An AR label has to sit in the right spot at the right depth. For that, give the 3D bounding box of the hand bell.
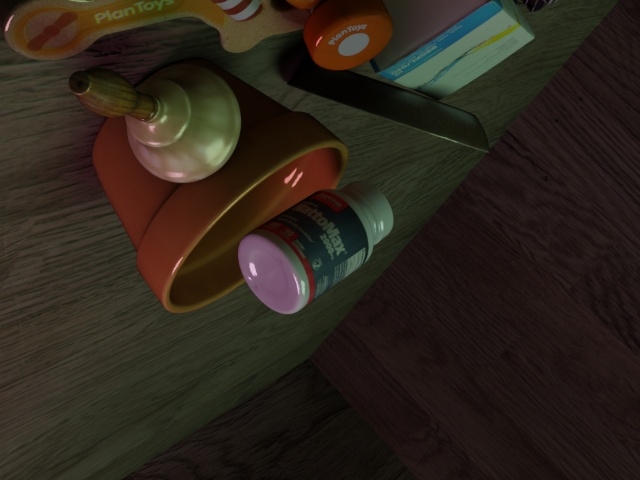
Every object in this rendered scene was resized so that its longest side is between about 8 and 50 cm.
[{"bbox_3d":[-0.167,-0.126,0.813,0.126,0.126,0.242,-45,172,7],"label":"hand bell"}]

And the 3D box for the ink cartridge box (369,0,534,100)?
[{"bbox_3d":[0.148,-0.311,1.161,0.168,0.171,0.233,-31,166,23],"label":"ink cartridge box"}]

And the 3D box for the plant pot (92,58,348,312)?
[{"bbox_3d":[-0.138,-0.081,1.081,0.291,0.203,0.291,-40,166,-12],"label":"plant pot"}]

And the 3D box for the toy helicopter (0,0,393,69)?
[{"bbox_3d":[-0.103,-0.237,0.762,0.355,0.140,0.235,-17,158,-8],"label":"toy helicopter"}]

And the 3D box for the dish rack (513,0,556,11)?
[{"bbox_3d":[0.237,-0.415,1.026,0.074,0.271,0.208,-20,158,-14],"label":"dish rack"}]

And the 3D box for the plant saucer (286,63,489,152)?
[{"bbox_3d":[0.105,-0.198,1.284,0.311,0.311,0.050,-8,119,-68],"label":"plant saucer"}]

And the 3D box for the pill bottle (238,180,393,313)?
[{"bbox_3d":[0.000,0.000,1.057,0.180,0.108,0.108,-34,164,-36],"label":"pill bottle"}]
